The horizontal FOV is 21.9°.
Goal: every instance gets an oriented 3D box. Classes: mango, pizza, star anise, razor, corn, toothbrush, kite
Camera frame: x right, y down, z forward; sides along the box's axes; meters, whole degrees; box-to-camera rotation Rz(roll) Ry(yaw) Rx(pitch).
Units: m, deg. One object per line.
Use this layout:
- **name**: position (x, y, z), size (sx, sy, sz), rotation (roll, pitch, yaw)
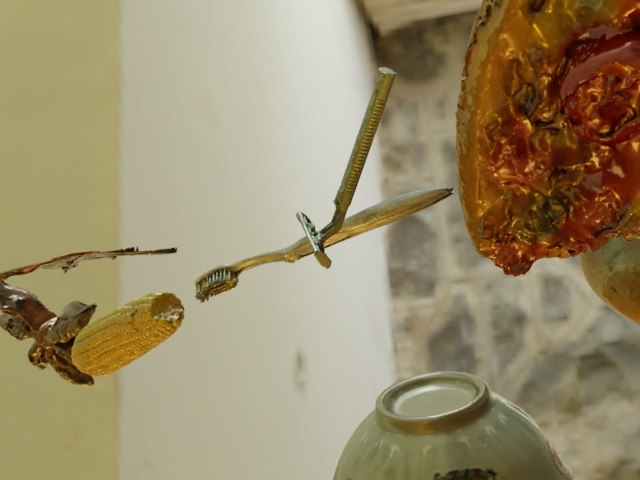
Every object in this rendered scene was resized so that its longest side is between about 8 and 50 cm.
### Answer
- **mango**: position (0.489, 0.036, 2.316), size (0.146, 0.316, 0.193), rotation (15, -76, -39)
- **pizza**: position (0.334, -0.120, 1.635), size (0.130, 0.406, 0.440), rotation (-50, -28, -54)
- **star anise**: position (-0.374, 0.141, 2.314), size (0.063, 0.208, 0.172), rotation (-50, -35, -40)
- **razor**: position (0.034, -0.080, 1.666), size (0.211, 0.035, 0.084), rotation (-65, 28, 25)
- **corn**: position (-0.231, 0.111, 1.956), size (0.067, 0.206, 0.067), rotation (17, -120, -32)
- **toothbrush**: position (0.000, 0.000, 2.300), size (0.035, 0.413, 0.042), rotation (47, -151, -43)
- **kite**: position (-0.340, 0.034, 2.199), size (0.234, 0.321, 0.016), rotation (158, 101, -78)

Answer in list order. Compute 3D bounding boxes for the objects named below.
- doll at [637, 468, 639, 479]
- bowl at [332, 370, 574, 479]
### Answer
- **doll**: position (0.495, 0.309, 1.887), size (0.269, 0.166, 0.162), rotation (40, -172, -49)
- **bowl**: position (0.156, 0.270, 2.157), size (0.337, 0.337, 0.158), rotation (-65, -33, -68)
